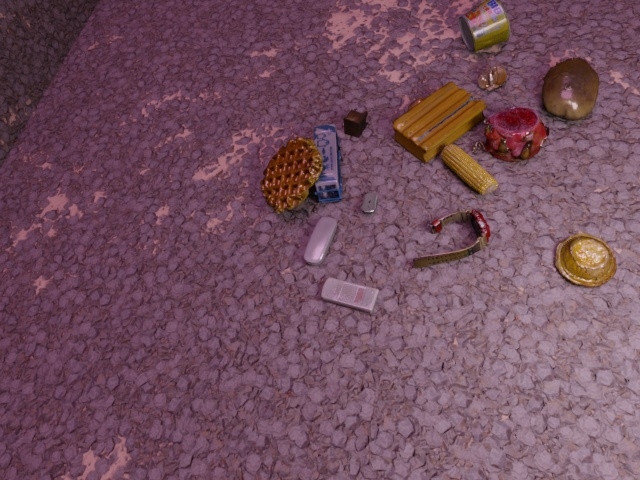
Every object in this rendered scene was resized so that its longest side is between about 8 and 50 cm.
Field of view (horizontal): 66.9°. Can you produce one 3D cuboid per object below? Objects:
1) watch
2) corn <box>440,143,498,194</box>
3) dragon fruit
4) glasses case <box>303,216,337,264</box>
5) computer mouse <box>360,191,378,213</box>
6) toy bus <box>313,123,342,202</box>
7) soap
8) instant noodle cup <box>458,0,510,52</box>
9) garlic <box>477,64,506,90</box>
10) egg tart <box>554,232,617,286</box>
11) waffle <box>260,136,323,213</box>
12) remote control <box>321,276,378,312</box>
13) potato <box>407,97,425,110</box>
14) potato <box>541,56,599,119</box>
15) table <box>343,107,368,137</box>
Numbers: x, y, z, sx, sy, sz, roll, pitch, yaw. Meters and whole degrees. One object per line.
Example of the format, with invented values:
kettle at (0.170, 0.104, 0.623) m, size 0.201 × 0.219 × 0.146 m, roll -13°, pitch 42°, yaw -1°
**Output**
watch at (0.439, -0.010, 1.654) m, size 0.269 × 0.102 × 0.164 m, roll -15°, pitch 51°, yaw 14°
corn at (0.538, -0.259, 1.768) m, size 0.081 × 0.081 × 0.248 m, roll -33°, pitch 59°, yaw -7°
dragon fruit at (0.704, -0.394, 1.771) m, size 0.283 × 0.147 × 0.210 m, roll -9°, pitch 60°, yaw 6°
glasses case at (0.000, 0.000, 1.761) m, size 0.076 × 0.049 × 0.197 m, roll 13°, pitch 65°, yaw 19°
computer mouse at (0.185, -0.137, 1.809) m, size 0.056 × 0.032 × 0.110 m, roll 6°, pitch 52°, yaw 15°
toy bus at (0.028, -0.300, 1.879) m, size 0.106 × 0.131 × 0.296 m, roll -6°, pitch 60°, yaw 8°
soap at (0.463, -0.467, 1.894) m, size 0.325 × 0.096 × 0.204 m, roll -36°, pitch 60°, yaw -9°
instant noodle cup at (0.686, -0.898, 2.041) m, size 0.153 × 0.205 × 0.204 m, roll -26°, pitch 58°, yaw 8°
garlic at (0.695, -0.664, 1.966) m, size 0.113 × 0.094 × 0.074 m, roll -15°, pitch 18°, yaw 11°
egg tart at (0.841, 0.054, 1.528) m, size 0.192 × 0.074 × 0.191 m, roll -4°, pitch 62°, yaw 9°
waffle at (-0.116, -0.257, 1.842) m, size 0.302 × 0.068 × 0.325 m, roll -51°, pitch 44°, yaw 16°
remote control at (0.097, 0.184, 1.647) m, size 0.190 × 0.029 × 0.087 m, roll 12°, pitch 64°, yaw 19°
potato at (0.391, -0.545, 1.970) m, size 0.063 × 0.083 × 0.068 m, roll 8°, pitch 59°, yaw -11°
potato at (0.942, -0.582, 1.828) m, size 0.192 × 0.141 × 0.296 m, roll 11°, pitch 61°, yaw 15°
table at (0.146, -0.486, 1.988) m, size 0.070 × 0.083 × 0.082 m, roll 23°, pitch 62°, yaw 20°
